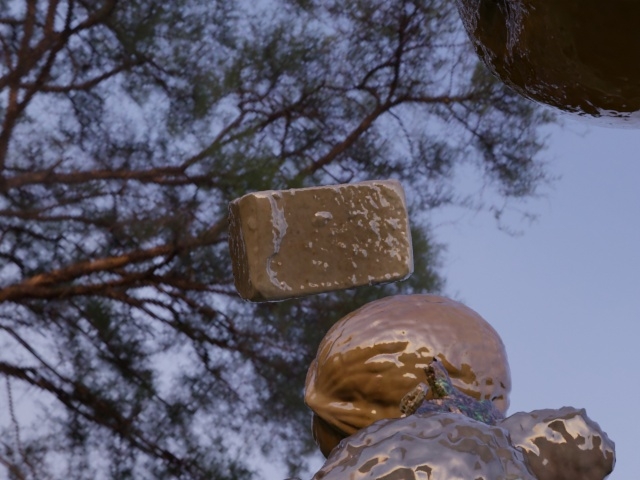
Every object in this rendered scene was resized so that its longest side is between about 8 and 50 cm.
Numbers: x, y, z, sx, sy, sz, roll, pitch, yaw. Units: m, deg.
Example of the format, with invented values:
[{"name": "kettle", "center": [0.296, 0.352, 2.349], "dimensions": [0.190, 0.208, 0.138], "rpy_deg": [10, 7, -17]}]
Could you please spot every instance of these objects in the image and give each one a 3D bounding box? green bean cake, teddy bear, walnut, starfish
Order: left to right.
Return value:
[{"name": "green bean cake", "center": [0.000, 0.000, 0.881], "dimensions": [0.085, 0.179, 0.109], "rpy_deg": [169, -87, -68]}, {"name": "walnut", "center": [0.132, 0.233, 1.340], "dimensions": [0.332, 0.333, 0.333], "rpy_deg": [23, -38, 19]}, {"name": "teddy bear", "center": [0.073, 0.188, 0.472], "dimensions": [0.151, 0.236, 0.267], "rpy_deg": [32, -8, 36]}, {"name": "starfish", "center": [0.142, 0.177, 0.816], "dimensions": [0.053, 0.209, 0.150], "rpy_deg": [-40, -108, 14]}]

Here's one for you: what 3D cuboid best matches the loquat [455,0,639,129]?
[{"name": "loquat", "center": [0.187, -0.193, 0.493], "dimensions": [0.263, 0.263, 0.263], "rpy_deg": [23, -38, 19]}]
